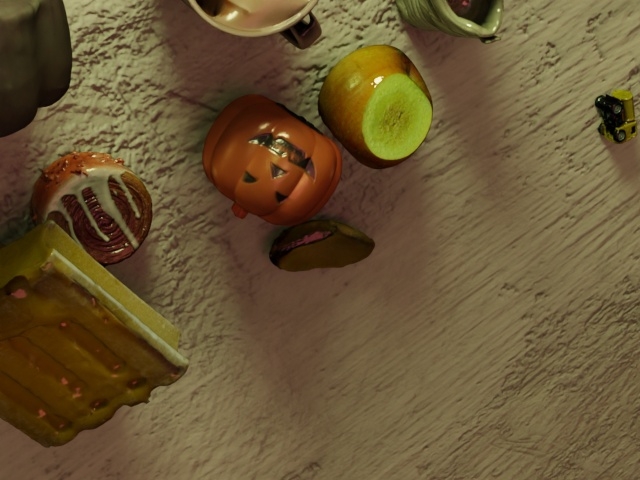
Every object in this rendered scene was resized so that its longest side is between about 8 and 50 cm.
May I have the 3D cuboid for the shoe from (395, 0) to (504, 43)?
[{"bbox_3d":[0.168,-0.414,1.413,0.132,0.210,0.342,-24,123,-14],"label":"shoe"}]

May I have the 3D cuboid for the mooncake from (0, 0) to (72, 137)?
[{"bbox_3d":[-0.408,-0.211,1.175,0.306,0.306,0.154,-15,122,-19],"label":"mooncake"}]

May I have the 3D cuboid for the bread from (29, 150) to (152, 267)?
[{"bbox_3d":[-0.305,-0.040,1.451,0.160,0.073,0.160,-11,120,-20],"label":"bread"}]

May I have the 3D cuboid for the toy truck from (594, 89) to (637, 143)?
[{"bbox_3d":[0.488,-0.201,1.786,0.054,0.049,0.083,-25,122,-15],"label":"toy truck"}]

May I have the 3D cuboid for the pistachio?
[{"bbox_3d":[0.000,0.000,1.641,0.173,0.049,0.089,-4,139,-27],"label":"pistachio"}]

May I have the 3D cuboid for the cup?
[{"bbox_3d":[-0.093,-0.343,1.323,0.191,0.200,0.253,-43,125,-2],"label":"cup"}]

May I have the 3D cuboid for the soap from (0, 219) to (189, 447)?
[{"bbox_3d":[-0.356,0.128,1.437,0.259,0.143,0.281,-27,128,17],"label":"soap"}]

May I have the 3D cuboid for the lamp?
[{"bbox_3d":[-0.070,-0.100,1.472,0.188,0.187,0.164,26,101,-34],"label":"lamp"}]

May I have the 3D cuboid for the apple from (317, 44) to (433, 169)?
[{"bbox_3d":[0.079,-0.189,1.510,0.147,0.163,0.146,-42,132,13],"label":"apple"}]
